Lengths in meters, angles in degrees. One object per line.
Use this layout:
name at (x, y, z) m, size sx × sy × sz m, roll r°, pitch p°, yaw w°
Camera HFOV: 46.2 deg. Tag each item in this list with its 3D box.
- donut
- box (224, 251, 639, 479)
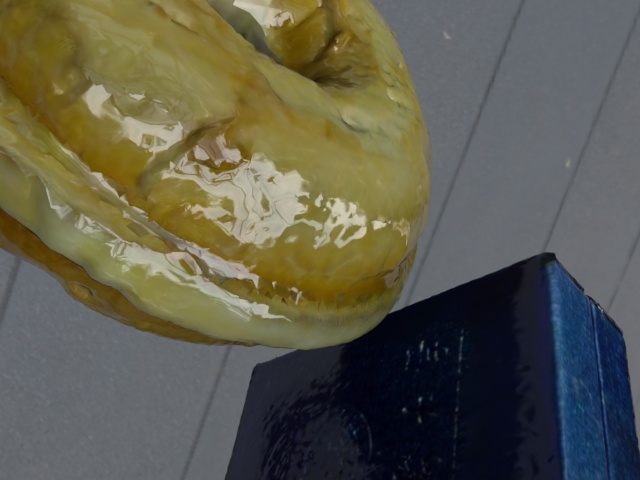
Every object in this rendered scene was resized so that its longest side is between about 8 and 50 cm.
donut at (-0.091, -0.117, 0.549) m, size 0.448 × 0.449 × 0.198 m, roll 16°, pitch 133°, yaw -42°
box at (0.056, 0.176, 0.488) m, size 0.116 × 0.278 × 0.262 m, roll 43°, pitch 40°, yaw -28°
